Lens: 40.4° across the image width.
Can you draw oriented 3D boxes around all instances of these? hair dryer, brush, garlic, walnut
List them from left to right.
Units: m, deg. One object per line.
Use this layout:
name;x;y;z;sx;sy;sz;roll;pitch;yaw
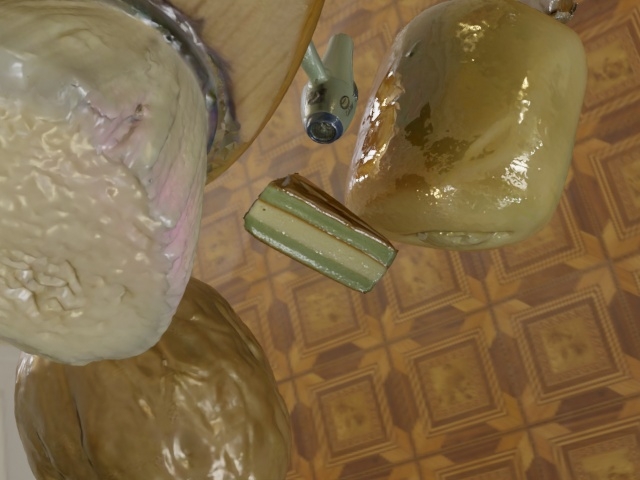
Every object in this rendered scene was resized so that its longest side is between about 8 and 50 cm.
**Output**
brush;-0.086;-0.081;0.380;0.267;0.174;0.166;-40;31;32
walnut;-0.171;0.186;0.920;0.277;0.252;0.313;-27;95;33
hair dryer;-0.008;-0.223;0.959;0.068;0.199;0.167;-12;30;20
garlic;0.384;-0.470;1.701;0.207;0.257;0.207;-20;60;39

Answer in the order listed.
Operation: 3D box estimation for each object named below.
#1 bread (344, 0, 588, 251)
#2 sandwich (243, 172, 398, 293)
bread;0.203;-0.168;1.282;0.348;0.253;0.375;0;63;41
sandwich;0.000;0.000;1.028;0.163;0.113;0.079;39;107;8
